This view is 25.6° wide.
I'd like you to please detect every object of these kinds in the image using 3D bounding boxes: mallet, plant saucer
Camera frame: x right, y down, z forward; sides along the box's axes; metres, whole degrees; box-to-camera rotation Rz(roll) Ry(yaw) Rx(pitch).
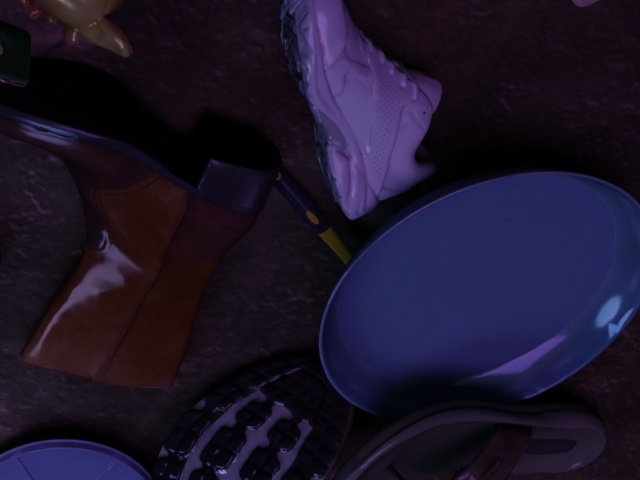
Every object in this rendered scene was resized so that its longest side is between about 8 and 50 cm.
[{"bbox_3d":[0.000,0.000,1.257,0.062,0.039,0.190,-42,115,15],"label":"mallet"},{"bbox_3d":[0.146,0.046,1.265,0.318,0.043,0.317,-12,136,-12],"label":"plant saucer"}]

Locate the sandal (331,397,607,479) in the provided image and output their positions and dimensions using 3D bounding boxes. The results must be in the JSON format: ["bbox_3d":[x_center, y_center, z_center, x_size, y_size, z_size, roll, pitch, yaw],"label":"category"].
[{"bbox_3d":[0.155,0.213,1.344,0.303,0.086,0.120,-1,143,-24],"label":"sandal"}]

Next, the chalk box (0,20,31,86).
[{"bbox_3d":[-0.354,-0.162,1.010,0.289,0.180,0.179,3,122,-12],"label":"chalk box"}]

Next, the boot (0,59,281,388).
[{"bbox_3d":[-0.202,-0.005,1.209,0.264,0.096,0.280,13,127,-25],"label":"boot"}]

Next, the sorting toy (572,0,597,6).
[{"bbox_3d":[0.267,-0.326,1.052,0.256,0.089,0.257,-27,122,9],"label":"sorting toy"}]

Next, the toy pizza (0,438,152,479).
[{"bbox_3d":[-0.256,0.268,1.389,0.201,0.032,0.201,-4,122,-7],"label":"toy pizza"}]

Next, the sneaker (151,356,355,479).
[{"bbox_3d":[-0.087,0.287,1.389,0.410,0.158,0.182,-57,158,11],"label":"sneaker"}]

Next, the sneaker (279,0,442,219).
[{"bbox_3d":[0.039,-0.130,1.155,0.115,0.090,0.232,-21,133,-3],"label":"sneaker"}]

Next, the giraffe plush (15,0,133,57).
[{"bbox_3d":[-0.167,-0.226,1.021,0.210,0.181,0.170,-13,146,-13],"label":"giraffe plush"}]
